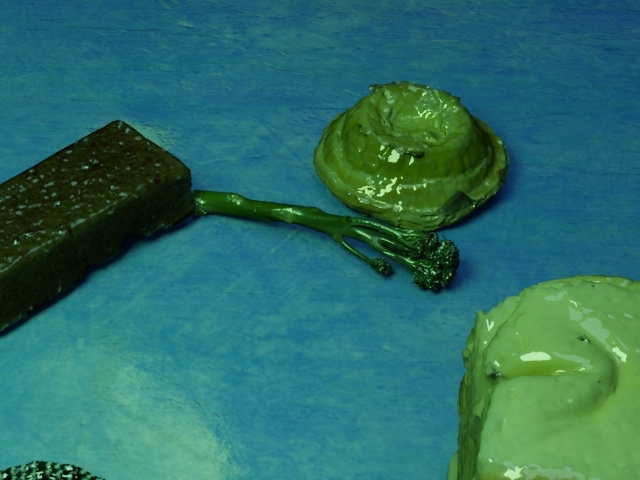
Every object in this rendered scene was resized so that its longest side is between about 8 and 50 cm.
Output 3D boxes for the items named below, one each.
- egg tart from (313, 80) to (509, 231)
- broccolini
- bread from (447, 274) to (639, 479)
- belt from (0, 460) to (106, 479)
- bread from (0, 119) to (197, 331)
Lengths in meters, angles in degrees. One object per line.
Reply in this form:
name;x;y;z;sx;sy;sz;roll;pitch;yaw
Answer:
egg tart;0.135;-0.138;1.576;0.290;0.115;0.290;1;44;-1
broccolini;-0.002;-0.001;1.473;0.391;0.079;0.074;10;53;18
bread;0.302;0.248;0.974;0.389;0.371;0.279;9;44;9
belt;-0.271;0.344;1.005;0.207;0.150;0.258;14;44;-2
bread;-0.370;-0.004;1.405;0.165;0.113;0.416;34;52;31
